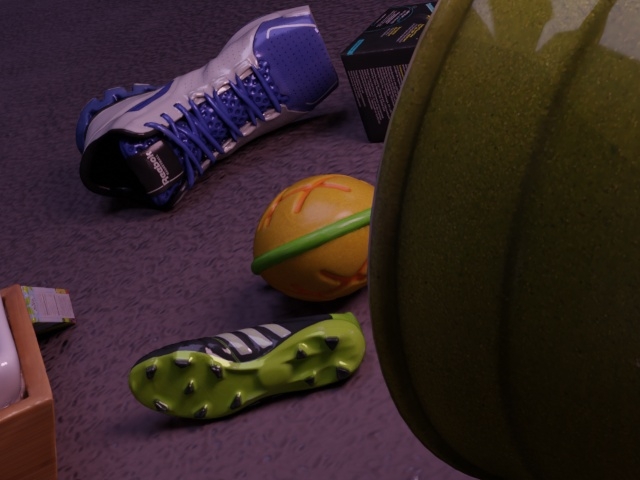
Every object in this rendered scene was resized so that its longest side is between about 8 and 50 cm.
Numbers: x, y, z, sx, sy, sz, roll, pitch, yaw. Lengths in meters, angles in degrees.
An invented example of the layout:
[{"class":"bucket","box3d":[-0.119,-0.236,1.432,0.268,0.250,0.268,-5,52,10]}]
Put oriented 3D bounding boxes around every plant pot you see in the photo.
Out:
[{"class":"plant pot","box3d":[0.272,0.015,0.598,0.366,0.366,0.353,-34,38,-27]}]

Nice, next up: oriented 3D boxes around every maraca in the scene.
[{"class":"maraca","box3d":[0.000,0.000,1.110,0.127,0.099,0.185,-20,-3,-11]}]

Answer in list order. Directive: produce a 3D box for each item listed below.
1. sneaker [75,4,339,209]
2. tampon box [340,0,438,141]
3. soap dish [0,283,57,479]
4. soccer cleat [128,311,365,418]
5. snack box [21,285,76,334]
[{"class":"sneaker","box3d":[-0.128,-0.117,1.444,0.315,0.127,0.182,-23,27,12]},{"class":"tampon box","box3d":[0.126,-0.176,1.368,0.161,0.101,0.120,-1,31,35]},{"class":"soap dish","box3d":[-0.340,0.152,1.021,0.291,0.118,0.229,-24,24,-10]},{"class":"soccer cleat","box3d":[-0.053,0.091,1.010,0.179,0.060,0.072,-11,15,6]},{"class":"snack box","box3d":[-0.302,0.076,1.201,0.141,0.037,0.100,-17,-8,10]}]
